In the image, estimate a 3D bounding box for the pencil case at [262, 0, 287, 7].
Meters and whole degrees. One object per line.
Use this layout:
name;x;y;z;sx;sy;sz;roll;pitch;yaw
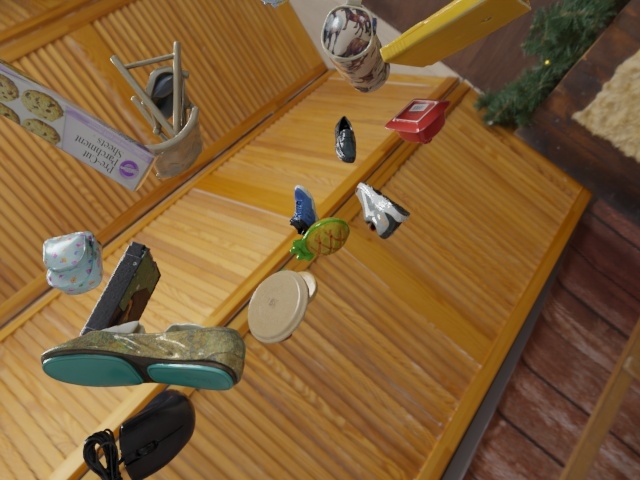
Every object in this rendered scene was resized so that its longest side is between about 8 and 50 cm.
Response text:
pencil case;-0.041;-0.537;0.896;0.113;0.273;0.124;8;133;20

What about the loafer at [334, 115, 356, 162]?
loafer;0.091;-0.371;1.752;0.076;0.223;0.078;2;138;-11

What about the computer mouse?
computer mouse;-0.318;0.393;0.934;0.072;0.272;0.189;-11;102;21

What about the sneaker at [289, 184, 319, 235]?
sneaker;-0.058;-0.082;1.408;0.058;0.084;0.152;20;141;40

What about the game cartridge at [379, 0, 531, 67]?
game cartridge;0.354;-0.556;1.250;0.323;0.285;0.053;-18;92;38

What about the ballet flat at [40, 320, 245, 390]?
ballet flat;-0.298;0.194;0.833;0.348;0.123;0.123;0;140;6

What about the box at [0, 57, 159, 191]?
box;-0.402;-0.187;0.707;0.323;0.067;0.063;33;-174;-16

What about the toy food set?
toy food set;-0.044;0.068;0.502;0.082;0.083;0.020;1;155;39

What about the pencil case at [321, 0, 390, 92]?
pencil case;0.126;-0.600;1.519;0.159;0.184;0.410;30;-170;11

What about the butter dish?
butter dish;0.306;-0.345;1.448;0.160;0.160;0.118;25;154;50

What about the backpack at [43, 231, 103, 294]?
backpack;-0.791;0.074;1.531;0.144;0.165;0.189;97;158;-69

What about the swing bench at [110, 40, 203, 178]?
swing bench;-0.394;-0.319;1.233;0.253;0.165;0.255;152;99;-76

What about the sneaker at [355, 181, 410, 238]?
sneaker;0.154;-0.091;1.388;0.100;0.108;0.271;27;-167;-24

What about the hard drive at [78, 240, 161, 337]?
hard drive;-0.584;0.197;1.403;0.064;0.339;0.237;19;154;0

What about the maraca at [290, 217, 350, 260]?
maraca;0.000;0.000;1.399;0.127;0.185;0.099;52;-169;-44
